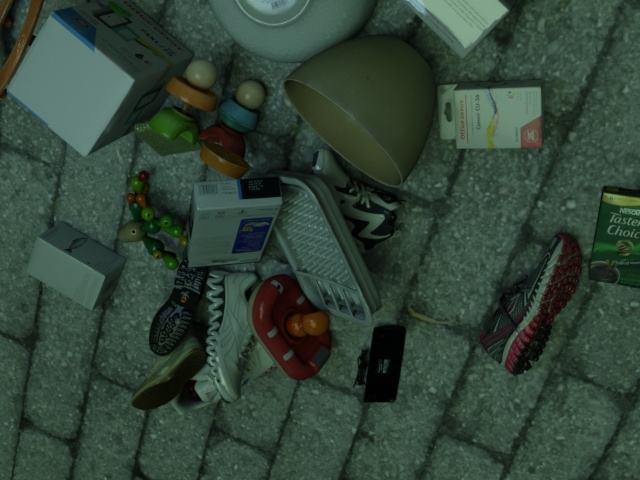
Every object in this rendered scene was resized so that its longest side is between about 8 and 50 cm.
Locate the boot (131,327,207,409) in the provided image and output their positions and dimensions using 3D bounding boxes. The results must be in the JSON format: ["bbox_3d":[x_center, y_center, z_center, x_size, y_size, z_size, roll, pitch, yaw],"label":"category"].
[{"bbox_3d":[-0.352,0.264,2.093,0.213,0.165,0.077,-43,133,15],"label":"boot"}]

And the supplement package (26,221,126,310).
[{"bbox_3d":[-0.552,0.056,2.112,0.179,0.105,0.105,29,118,4],"label":"supplement package"}]

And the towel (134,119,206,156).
[{"bbox_3d":[-0.306,-0.214,1.909,0.110,0.148,0.027,-10,70,16],"label":"towel"}]

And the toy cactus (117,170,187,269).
[{"bbox_3d":[-0.374,-0.038,2.031,0.180,0.112,0.219,-16,109,43],"label":"toy cactus"}]

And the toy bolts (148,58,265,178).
[{"bbox_3d":[-0.175,-0.236,1.795,0.218,0.228,0.158,35,104,20],"label":"toy bolts"}]

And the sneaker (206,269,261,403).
[{"bbox_3d":[-0.178,0.198,1.985,0.118,0.110,0.292,-5,70,6],"label":"sneaker"}]

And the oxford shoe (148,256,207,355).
[{"bbox_3d":[-0.301,0.148,2.041,0.083,0.096,0.227,26,86,3],"label":"oxford shoe"}]

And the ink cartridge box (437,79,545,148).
[{"bbox_3d":[0.310,-0.232,1.725,0.198,0.067,0.115,0,112,19],"label":"ink cartridge box"}]

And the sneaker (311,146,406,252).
[{"bbox_3d":[0.086,-0.090,1.846,0.153,0.094,0.235,-14,106,21],"label":"sneaker"}]

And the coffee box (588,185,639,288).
[{"bbox_3d":[0.570,-0.005,1.748,0.113,0.040,0.184,11,115,14],"label":"coffee box"}]

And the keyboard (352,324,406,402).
[{"bbox_3d":[0.124,0.263,2.021,0.100,0.038,0.192,3,113,-8],"label":"keyboard"}]

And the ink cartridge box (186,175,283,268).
[{"bbox_3d":[-0.181,-0.031,1.866,0.165,0.332,0.065,-5,70,-15],"label":"ink cartridge box"}]

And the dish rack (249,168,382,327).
[{"bbox_3d":[0.000,0.000,1.845,0.285,0.072,0.333,16,136,61],"label":"dish rack"}]

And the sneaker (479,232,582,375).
[{"bbox_3d":[0.404,0.116,1.818,0.112,0.121,0.299,38,114,35],"label":"sneaker"}]

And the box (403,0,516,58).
[{"bbox_3d":[0.236,-0.430,1.603,0.181,0.182,0.119,44,120,-2],"label":"box"}]

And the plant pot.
[{"bbox_3d":[0.098,-0.261,1.698,0.284,0.284,0.191,41,82,-1],"label":"plant pot"}]

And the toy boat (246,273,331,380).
[{"bbox_3d":[-0.043,0.174,1.945,0.151,0.151,0.231,-19,113,43],"label":"toy boat"}]

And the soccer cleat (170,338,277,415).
[{"bbox_3d":[-0.197,0.292,2.070,0.331,0.143,0.116,-35,98,27],"label":"soccer cleat"}]

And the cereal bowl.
[{"bbox_3d":[-0.067,-0.484,1.707,0.339,0.141,0.339,6,112,15],"label":"cereal bowl"}]

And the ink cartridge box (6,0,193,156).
[{"bbox_3d":[-0.420,-0.326,1.815,0.198,0.270,0.197,40,117,-1],"label":"ink cartridge box"}]

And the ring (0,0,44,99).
[{"bbox_3d":[-0.600,-0.416,1.842,0.032,0.336,0.336,20,124,-34],"label":"ring"}]
